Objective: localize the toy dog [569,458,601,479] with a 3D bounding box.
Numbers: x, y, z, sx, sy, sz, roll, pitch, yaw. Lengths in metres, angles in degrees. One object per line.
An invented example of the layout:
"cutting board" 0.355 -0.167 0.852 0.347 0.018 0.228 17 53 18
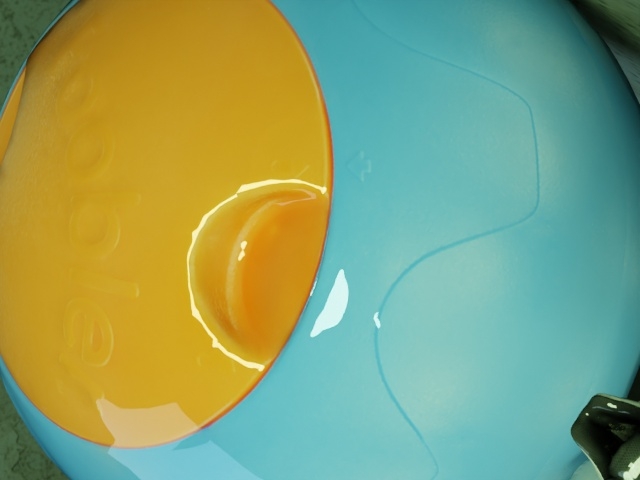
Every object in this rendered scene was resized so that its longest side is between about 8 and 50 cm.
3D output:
"toy dog" 0.194 0.130 0.604 0.220 0.161 0.334 32 -150 5

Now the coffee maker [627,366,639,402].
"coffee maker" 0.255 0.055 1.103 0.120 0.178 0.171 26 -172 -44

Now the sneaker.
"sneaker" 0.085 0.063 0.403 0.037 0.032 0.083 30 -174 -25

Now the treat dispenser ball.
"treat dispenser ball" 0.000 0.000 0.726 0.288 0.288 0.288 32 -175 -3
